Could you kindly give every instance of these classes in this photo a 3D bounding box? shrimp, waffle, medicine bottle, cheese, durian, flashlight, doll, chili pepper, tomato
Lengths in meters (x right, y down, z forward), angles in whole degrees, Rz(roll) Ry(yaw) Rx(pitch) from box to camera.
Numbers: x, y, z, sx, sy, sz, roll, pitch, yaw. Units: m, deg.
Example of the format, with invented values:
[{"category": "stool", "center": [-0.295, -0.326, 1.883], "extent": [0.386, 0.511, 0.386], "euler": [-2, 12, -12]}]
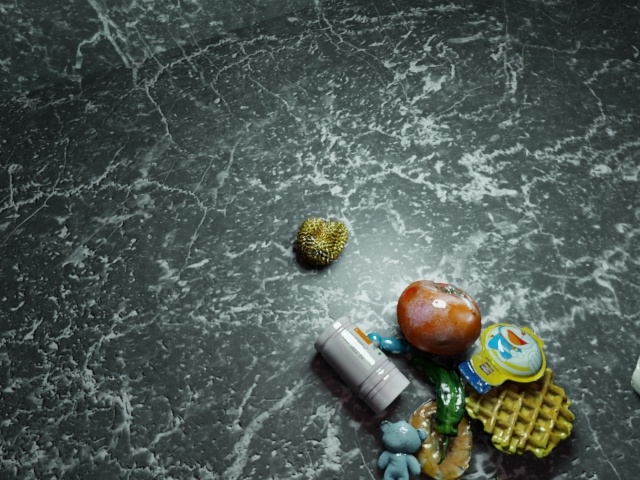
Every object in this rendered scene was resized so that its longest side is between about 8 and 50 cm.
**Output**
[{"category": "shrimp", "center": [0.320, 0.466, 1.128], "extent": [0.165, 0.062, 0.316], "euler": [7, 61, 12]}, {"category": "waffle", "center": [0.519, 0.413, 1.119], "extent": [0.301, 0.058, 0.281], "euler": [-21, 56, -26]}, {"category": "medicine bottle", "center": [0.109, 0.337, 1.152], "extent": [0.133, 0.133, 0.250], "euler": [-38, 67, -17]}, {"category": "cheese", "center": [0.486, 0.311, 1.119], "extent": [0.271, 0.069, 0.177], "euler": [-23, 54, -24]}, {"category": "durian", "center": [0.000, 0.000, 1.333], "extent": [0.158, 0.137, 0.167], "euler": [22, 78, 33]}, {"category": "flashlight", "center": [0.195, 0.297, 1.220], "extent": [0.129, 0.051, 0.051], "euler": [9, 63, 1]}, {"category": "doll", "center": [0.202, 0.552, 1.082], "extent": [0.120, 0.075, 0.179], "euler": [8, 89, 12]}, {"category": "chili pepper", "center": [0.311, 0.412, 1.093], "extent": [0.122, 0.065, 0.278], "euler": [-36, 36, 28]}, {"category": "tomato", "center": [0.316, 0.215, 1.160], "extent": [0.232, 0.232, 0.188], "euler": [15, 103, 8]}]

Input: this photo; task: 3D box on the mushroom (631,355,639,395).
[{"category": "mushroom", "center": [0.936, 0.412, 1.130], "extent": [0.116, 0.093, 0.225], "euler": [-25, 58, -35]}]

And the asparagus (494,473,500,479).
[{"category": "asparagus", "center": [0.427, 0.641, 1.057], "extent": [0.014, 0.015, 0.114], "euler": [27, 67, 15]}]
